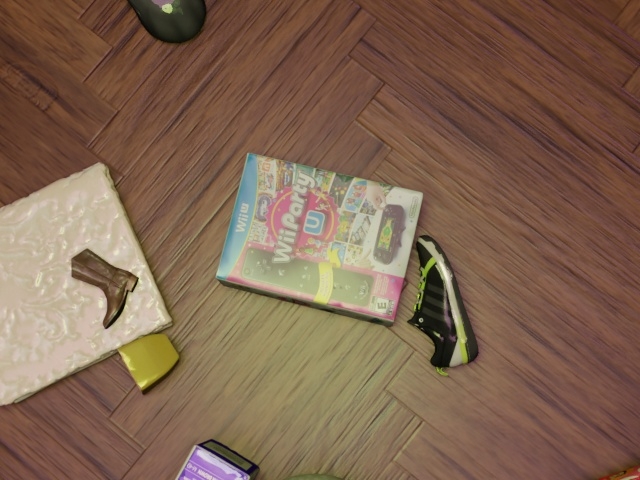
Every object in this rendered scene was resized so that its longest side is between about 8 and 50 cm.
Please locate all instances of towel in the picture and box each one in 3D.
[{"bbox_3d":[-0.456,0.072,1.824,0.332,0.053,0.317,-26,83,-2],"label":"towel"}]

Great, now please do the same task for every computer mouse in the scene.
[{"bbox_3d":[-0.314,-0.465,1.886,0.188,0.072,0.272,-41,83,-5],"label":"computer mouse"}]

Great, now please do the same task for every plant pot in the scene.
[{"bbox_3d":[-0.282,0.199,1.789,0.083,0.081,0.081,-30,82,-15],"label":"plant pot"}]

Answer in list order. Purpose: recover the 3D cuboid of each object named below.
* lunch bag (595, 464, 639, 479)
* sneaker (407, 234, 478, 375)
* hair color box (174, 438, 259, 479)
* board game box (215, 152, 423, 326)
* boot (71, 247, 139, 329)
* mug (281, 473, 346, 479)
[{"bbox_3d":[0.539,0.505,1.693,0.258,0.120,0.293,-18,82,0],"label":"lunch bag"},{"bbox_3d":[0.186,0.108,1.781,0.097,0.084,0.234,-18,82,0],"label":"sneaker"},{"bbox_3d":[-0.226,0.490,1.689,0.110,0.185,0.339,30,85,6],"label":"hair color box"},{"bbox_3d":[0.000,0.000,1.797,0.303,0.097,0.224,13,82,5],"label":"board game box"},{"bbox_3d":[-0.374,0.079,1.774,0.114,0.037,0.106,27,71,2],"label":"boot"},{"bbox_3d":[0.013,0.539,1.601,0.276,0.328,0.374,-37,82,-3],"label":"mug"}]
